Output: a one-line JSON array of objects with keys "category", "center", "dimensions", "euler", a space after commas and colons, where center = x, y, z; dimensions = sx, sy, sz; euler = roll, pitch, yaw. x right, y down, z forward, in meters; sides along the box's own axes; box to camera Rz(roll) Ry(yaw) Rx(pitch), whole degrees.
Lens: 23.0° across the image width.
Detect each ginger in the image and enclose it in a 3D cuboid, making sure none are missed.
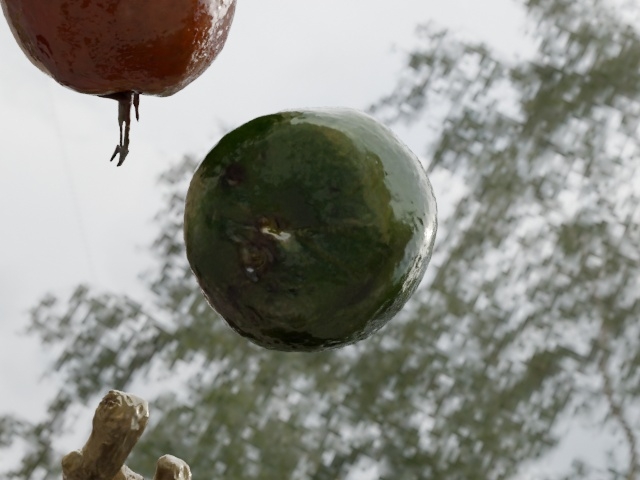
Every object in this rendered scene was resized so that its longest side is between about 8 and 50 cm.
[{"category": "ginger", "center": [-0.175, 0.226, 1.388], "dimensions": [0.065, 0.149, 0.259], "euler": [50, -46, 41]}]

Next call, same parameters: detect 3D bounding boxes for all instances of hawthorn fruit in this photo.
[{"category": "hawthorn fruit", "center": [-0.163, -0.199, 1.282], "dimensions": [0.211, 0.211, 0.299], "euler": [11, -67, 28]}]

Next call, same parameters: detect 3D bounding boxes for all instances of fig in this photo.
[{"category": "fig", "center": [0.000, 0.000, 1.277], "dimensions": [0.203, 0.203, 0.235], "euler": [21, -7, 14]}]
